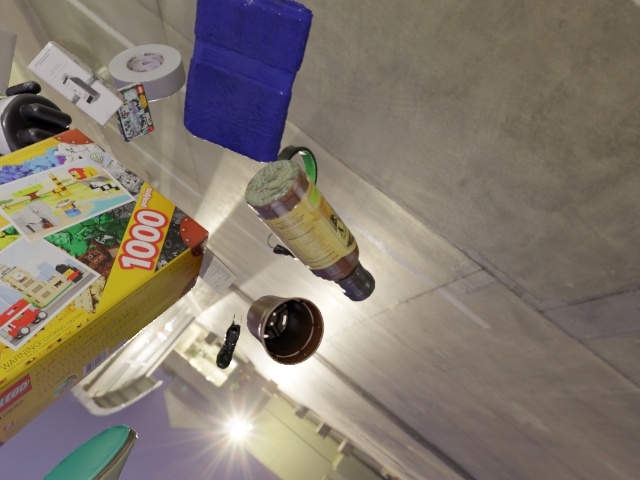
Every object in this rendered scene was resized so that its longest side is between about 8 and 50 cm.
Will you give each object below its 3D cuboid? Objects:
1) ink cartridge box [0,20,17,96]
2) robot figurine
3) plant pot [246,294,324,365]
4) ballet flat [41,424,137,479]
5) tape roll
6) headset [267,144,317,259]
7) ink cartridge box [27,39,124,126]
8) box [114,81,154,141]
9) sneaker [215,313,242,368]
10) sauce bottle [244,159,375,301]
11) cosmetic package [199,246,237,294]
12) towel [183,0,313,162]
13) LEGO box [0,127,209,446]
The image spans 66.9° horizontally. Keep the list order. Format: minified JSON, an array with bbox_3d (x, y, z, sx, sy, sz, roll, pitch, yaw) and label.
[{"bbox_3d":[-1.036,-0.531,1.369,0.273,0.198,0.115,5,174,3],"label":"ink cartridge box"},{"bbox_3d":[-0.735,-0.264,1.187,0.278,0.209,0.173,0,135,29],"label":"robot figurine"},{"bbox_3d":[-0.101,0.213,1.225,0.167,0.167,0.165,48,161,-23],"label":"plant pot"},{"bbox_3d":[-0.260,0.271,0.463,0.072,0.213,0.068,-2,112,33],"label":"ballet flat"},{"bbox_3d":[-0.534,-0.523,1.506,0.219,0.219,0.072,31,148,25],"label":"tape roll"},{"bbox_3d":[-0.088,-0.137,1.716,0.185,0.393,0.243,16,-179,28],"label":"headset"},{"bbox_3d":[-0.403,-0.264,0.812,0.135,0.056,0.099,41,-176,-31],"label":"ink cartridge box"},{"bbox_3d":[-0.510,-0.348,1.315,0.027,0.094,0.136,22,135,28],"label":"box"},{"bbox_3d":[-0.288,0.320,1.542,0.051,0.170,0.089,16,121,-1],"label":"sneaker"},{"bbox_3d":[0.000,0.000,0.889,0.111,0.111,0.344,22,160,43],"label":"sauce bottle"},{"bbox_3d":[-0.249,0.063,1.097,0.115,0.060,0.041,52,172,-34],"label":"cosmetic package"},{"bbox_3d":[-0.148,-0.327,0.950,0.228,0.076,0.308,24,120,11],"label":"towel"},{"bbox_3d":[-0.510,0.058,0.845,0.373,0.500,0.193,37,135,8],"label":"LEGO box"}]
